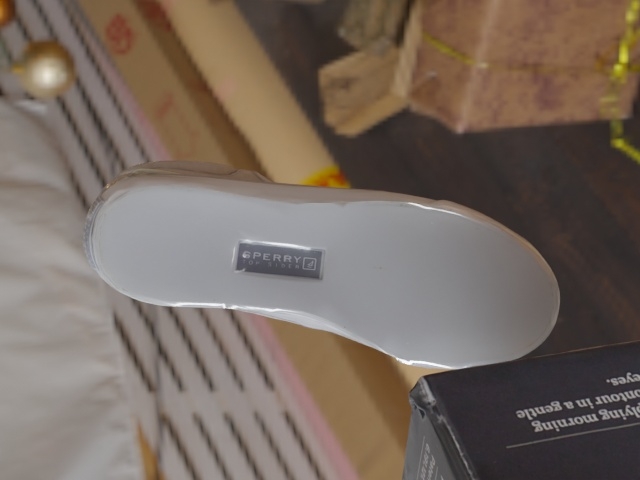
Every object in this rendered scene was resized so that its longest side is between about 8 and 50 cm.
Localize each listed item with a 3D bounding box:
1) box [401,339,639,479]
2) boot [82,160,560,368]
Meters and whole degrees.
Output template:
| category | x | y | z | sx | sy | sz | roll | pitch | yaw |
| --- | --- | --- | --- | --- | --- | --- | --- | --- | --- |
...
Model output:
| category | x | y | z | sx | sy | sz | roll | pitch | yaw |
| --- | --- | --- | --- | --- | --- | --- | --- | --- | --- |
| box | 0.232 | 0.189 | 0.589 | 0.312 | 0.343 | 0.179 | -113 | 20 | -47 |
| boot | 0.000 | 0.000 | 0.918 | 0.123 | 0.258 | 0.095 | -104 | 27 | -75 |
